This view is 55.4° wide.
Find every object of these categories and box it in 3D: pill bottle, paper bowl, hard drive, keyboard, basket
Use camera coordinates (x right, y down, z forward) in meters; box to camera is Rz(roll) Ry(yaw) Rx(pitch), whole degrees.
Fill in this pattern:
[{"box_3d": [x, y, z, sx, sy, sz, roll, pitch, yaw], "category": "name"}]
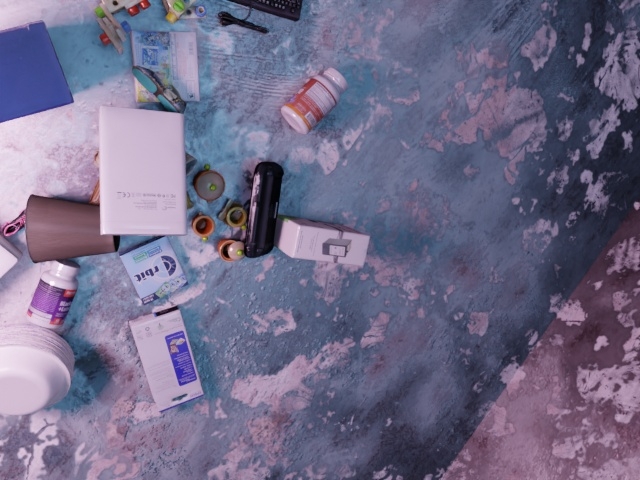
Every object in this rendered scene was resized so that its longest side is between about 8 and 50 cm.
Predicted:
[{"box_3d": [-0.784, 0.153, 1.803, 0.108, 0.108, 0.193, 21, 95, -28], "category": "pill bottle"}, {"box_3d": [-0.869, 0.390, 1.757, 0.285, 0.148, 0.284, -6, 126, -9], "category": "paper bowl"}, {"box_3d": [-0.016, -0.459, 1.992, 0.216, 0.121, 0.121, -46, 118, -8], "category": "pill bottle"}, {"box_3d": [-0.495, -0.190, 1.708, 0.233, 0.047, 0.352, 0, 84, -29], "category": "hard drive"}, {"box_3d": [-0.206, -0.739, 1.876, 0.318, 0.033, 0.201, 7, 101, -26], "category": "keyboard"}, {"box_3d": [-0.696, -0.032, 1.735, 0.227, 0.154, 0.204, 0, 114, -9], "category": "basket"}]

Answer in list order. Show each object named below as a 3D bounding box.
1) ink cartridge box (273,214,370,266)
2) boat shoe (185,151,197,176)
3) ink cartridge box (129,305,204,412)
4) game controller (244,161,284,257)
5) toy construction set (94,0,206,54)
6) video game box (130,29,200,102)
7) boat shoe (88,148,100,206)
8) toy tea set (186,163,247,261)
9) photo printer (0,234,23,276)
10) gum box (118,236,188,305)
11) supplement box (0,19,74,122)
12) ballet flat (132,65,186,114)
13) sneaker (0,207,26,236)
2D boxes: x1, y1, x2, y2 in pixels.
[{"box_3d": [0.000, 0.000, 2.081, 0.273, 0.198, 0.114, 8, 99, -27], "category": "ink cartridge box"}, {"box_3d": [-0.479, -0.173, 1.791, 0.302, 0.094, 0.109, -57, 158, -34], "category": "boat shoe"}, {"box_3d": [-0.508, 0.395, 2.027, 0.166, 0.065, 0.332, -17, 109, -20], "category": "ink cartridge box"}, {"box_3d": [-0.186, -0.100, 2.005, 0.067, 0.166, 0.318, 12, 100, 13], "category": "game controller"}, {"box_3d": [-0.494, -0.654, 1.696, 0.328, 0.151, 0.215, -40, 109, -24], "category": "toy construction set"}, {"box_3d": [-0.459, -0.514, 1.808, 0.187, 0.048, 0.205, -7, 107, -25], "category": "video game box"}, {"box_3d": [-0.601, -0.229, 1.781, 0.117, 0.123, 0.324, 11, 97, -25], "category": "boat shoe"}, {"box_3d": [-0.331, -0.076, 1.945, 0.200, 0.124, 0.336, -46, 118, -8], "category": "toy tea set"}, {"box_3d": [-1.024, 0.027, 1.655, 0.256, 0.107, 0.307, -45, 118, -8], "category": "photo printer"}, {"box_3d": [-0.530, 0.092, 1.945, 0.157, 0.041, 0.184, -26, 113, -17], "category": "gum box"}, {"box_3d": [-0.754, -0.419, 1.518, 0.194, 0.357, 0.195, -22, 112, -19], "category": "supplement box"}, {"box_3d": [-0.463, -0.444, 1.773, 0.070, 0.070, 0.188, -45, 120, -8], "category": "ballet flat"}, {"box_3d": [-0.858, -0.051, 1.742, 0.119, 0.057, 0.047, -41, 114, -11], "category": "sneaker"}]
